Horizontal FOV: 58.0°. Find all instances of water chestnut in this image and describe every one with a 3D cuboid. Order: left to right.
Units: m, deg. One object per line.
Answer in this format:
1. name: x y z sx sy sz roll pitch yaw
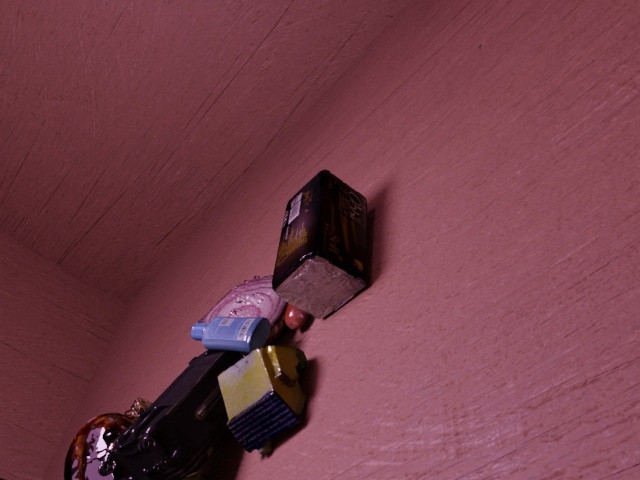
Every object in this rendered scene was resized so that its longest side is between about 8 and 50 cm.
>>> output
1. water chestnut: -0.588 0.689 1.733 0.335 0.347 0.335 -5 46 5

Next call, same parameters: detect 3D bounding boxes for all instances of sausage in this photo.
1. sausage: -0.051 0.169 1.641 0.077 0.077 0.194 -33 27 44

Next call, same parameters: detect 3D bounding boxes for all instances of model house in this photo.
1. model house: -0.115 0.387 1.396 0.194 0.170 0.211 -37 54 24

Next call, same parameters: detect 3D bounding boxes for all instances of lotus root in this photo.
1. lotus root: -0.661 0.700 2.037 0.314 0.141 0.169 -63 17 3

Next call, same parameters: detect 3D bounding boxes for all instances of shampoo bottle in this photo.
1. shampoo bottle: -0.257 0.256 1.590 0.258 0.061 0.104 -4 46 38

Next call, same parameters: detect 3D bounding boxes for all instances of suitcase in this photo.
1. suitcase: -0.352 0.470 1.544 0.283 0.194 0.434 -36 8 34

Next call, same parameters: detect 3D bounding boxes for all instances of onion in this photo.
1. onion: -0.183 0.233 1.745 0.280 0.146 0.314 -41 29 -27

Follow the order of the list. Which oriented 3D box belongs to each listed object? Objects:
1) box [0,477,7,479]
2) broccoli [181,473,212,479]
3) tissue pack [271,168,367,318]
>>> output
1. box: -0.724 0.807 1.605 0.264 0.415 0.116 -20 39 56
2. broccoli: -0.349 0.655 1.362 0.254 0.186 0.302 -44 27 43
3. tissue pack: 0.000 0.000 1.587 0.210 0.198 0.370 -45 25 36
